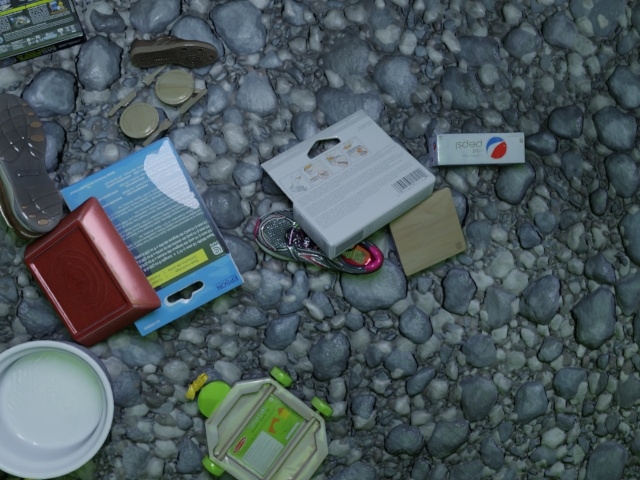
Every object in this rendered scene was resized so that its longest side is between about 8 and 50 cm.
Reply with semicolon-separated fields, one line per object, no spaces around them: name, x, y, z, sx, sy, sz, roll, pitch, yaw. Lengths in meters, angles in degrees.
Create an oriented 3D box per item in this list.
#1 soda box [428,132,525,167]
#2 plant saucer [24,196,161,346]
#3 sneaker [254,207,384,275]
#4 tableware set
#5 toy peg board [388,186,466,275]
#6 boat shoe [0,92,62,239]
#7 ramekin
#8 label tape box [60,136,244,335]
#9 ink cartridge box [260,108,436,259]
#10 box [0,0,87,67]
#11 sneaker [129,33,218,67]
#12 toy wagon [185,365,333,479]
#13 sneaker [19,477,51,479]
soda box;0.367;-0.212;1.616;0.216;0.069;0.074;-3;91;-9
plant saucer;-0.483;0.079;1.405;0.259;0.047;0.258;-29;95;30
sneaker;0.000;0.000;1.533;0.299;0.112;0.121;13;88;-9
tableware set;-0.354;-0.294;1.503;0.128;0.039;0.194;40;77;15
toy peg board;0.235;-0.029;1.601;0.161;0.079;0.161;-23;110;-8
boat shoe;-0.632;-0.150;1.416;0.123;0.116;0.325;-1;67;-45
ramekin;-0.565;0.337;1.427;0.277;0.135;0.277;0;90;-10
label tape box;-0.353;-0.010;1.475;0.249;0.115;0.348;-28;98;-8
ink cartridge box;0.060;-0.133;1.522;0.296;0.066;0.261;-32;63;-20
box;-0.661;-0.488;1.444;0.270;0.060;0.216;-21;93;-9
sneaker;-0.319;-0.423;1.494;0.188;0.066;0.071;-3;58;-8
toy wagon;-0.148;0.411;1.534;0.344;0.068;0.267;39;84;-7
sneaker;-0.611;0.566;1.446;0.069;0.084;0.186;4;90;-10
